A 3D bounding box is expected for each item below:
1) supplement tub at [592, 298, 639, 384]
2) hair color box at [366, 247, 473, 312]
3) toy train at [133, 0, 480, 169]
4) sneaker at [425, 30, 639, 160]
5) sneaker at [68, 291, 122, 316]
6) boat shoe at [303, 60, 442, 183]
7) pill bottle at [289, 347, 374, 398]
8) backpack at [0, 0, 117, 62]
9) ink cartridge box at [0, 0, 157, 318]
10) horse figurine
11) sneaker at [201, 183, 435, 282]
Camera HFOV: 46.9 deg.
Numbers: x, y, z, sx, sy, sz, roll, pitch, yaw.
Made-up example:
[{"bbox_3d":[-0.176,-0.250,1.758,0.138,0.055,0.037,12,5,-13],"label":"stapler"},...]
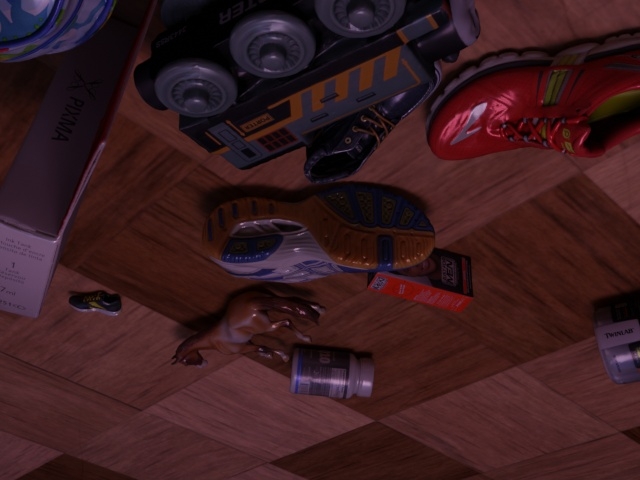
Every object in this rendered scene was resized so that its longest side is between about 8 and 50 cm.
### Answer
[{"bbox_3d":[0.499,0.132,1.052,0.191,0.116,0.117,-18,135,26],"label":"supplement tub"},{"bbox_3d":[0.137,0.045,1.018,0.141,0.071,0.043,14,141,-12],"label":"hair color box"},{"bbox_3d":[-0.015,-0.188,0.711,0.334,0.142,0.190,-21,147,25],"label":"toy train"},{"bbox_3d":[0.240,-0.131,0.755,0.279,0.118,0.107,-14,137,21],"label":"sneaker"},{"bbox_3d":[-0.354,0.094,1.168,0.083,0.031,0.035,10,127,-12],"label":"sneaker"},{"bbox_3d":[0.056,-0.127,0.806,0.183,0.083,0.065,-29,130,34],"label":"boat shoe"},{"bbox_3d":[0.019,0.225,1.247,0.137,0.078,0.078,6,141,-2],"label":"pill bottle"},{"bbox_3d":[-0.259,-0.303,0.508,0.290,0.273,0.355,-4,147,6],"label":"backpack"},{"bbox_3d":[-0.224,-0.117,0.681,0.066,0.296,0.261,20,138,-17],"label":"ink cartridge box"},{"bbox_3d":[-0.105,0.141,1.168,0.175,0.066,0.263,19,141,-26],"label":"horse figurine"},{"bbox_3d":[0.000,0.000,0.974,0.297,0.111,0.131,2,158,6],"label":"sneaker"}]
